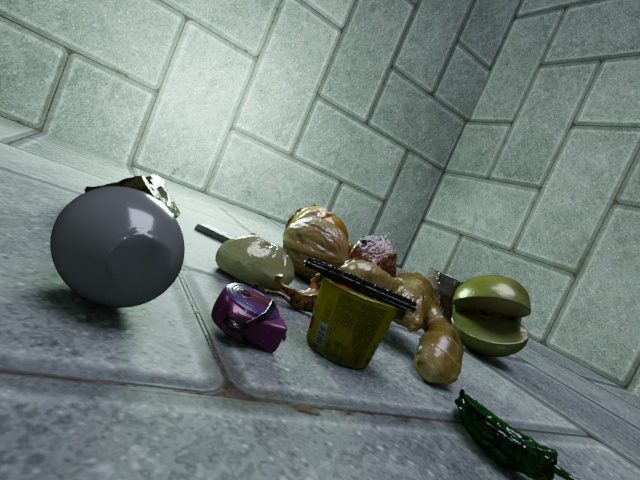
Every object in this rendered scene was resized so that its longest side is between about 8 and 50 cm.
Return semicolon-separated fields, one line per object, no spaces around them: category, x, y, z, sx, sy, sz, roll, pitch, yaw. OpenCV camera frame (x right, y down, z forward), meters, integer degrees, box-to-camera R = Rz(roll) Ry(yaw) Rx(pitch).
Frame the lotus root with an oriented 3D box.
lotus root;-0.518;-0.104;1.159;0.209;0.142;0.314;-14;8;5

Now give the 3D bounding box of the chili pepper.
chili pepper;0.301;0.324;0.677;0.122;0.065;0.279;17;3;-23

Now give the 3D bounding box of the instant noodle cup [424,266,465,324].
instant noodle cup;0.489;0.237;1.696;0.217;0.208;0.217;24;4;-2

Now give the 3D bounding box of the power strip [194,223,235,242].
power strip;-0.340;-0.007;1.476;0.252;0.027;0.060;24;5;10

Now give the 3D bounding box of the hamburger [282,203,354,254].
hamburger;0.000;0.000;1.770;0.276;0.277;0.237;18;18;-50

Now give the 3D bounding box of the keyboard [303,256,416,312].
keyboard;0.079;0.082;0.806;0.231;0.023;0.072;22;2;8

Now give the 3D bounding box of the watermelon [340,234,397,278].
watermelon;0.154;0.105;1.262;0.192;0.257;0.139;12;10;-38

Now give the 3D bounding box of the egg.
egg;-0.306;0.004;0.621;0.176;0.176;0.231;19;8;-46

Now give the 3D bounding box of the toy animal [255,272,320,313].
toy animal;-0.036;0.142;1.018;0.255;0.117;0.114;11;9;10

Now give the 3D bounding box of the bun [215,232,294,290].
bun;-0.167;0.048;1.108;0.222;0.128;0.222;20;6;-2

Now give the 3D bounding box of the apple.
apple;0.599;0.264;1.453;0.253;0.292;0.292;7;-1;19

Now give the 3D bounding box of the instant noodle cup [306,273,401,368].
instant noodle cup;0.058;0.162;0.832;0.182;0.144;0.182;22;5;-2

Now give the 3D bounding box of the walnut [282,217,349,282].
walnut;-0.017;0.032;1.441;0.260;0.225;0.224;21;3;37

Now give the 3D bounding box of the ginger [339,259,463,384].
ginger;0.255;0.178;1.064;0.363;0.122;0.348;41;26;28

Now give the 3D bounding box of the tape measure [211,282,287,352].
tape measure;-0.126;0.132;0.709;0.118;0.074;0.125;27;8;-24
